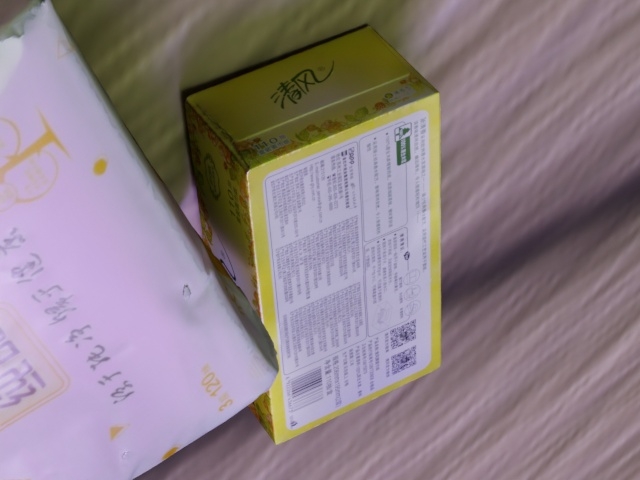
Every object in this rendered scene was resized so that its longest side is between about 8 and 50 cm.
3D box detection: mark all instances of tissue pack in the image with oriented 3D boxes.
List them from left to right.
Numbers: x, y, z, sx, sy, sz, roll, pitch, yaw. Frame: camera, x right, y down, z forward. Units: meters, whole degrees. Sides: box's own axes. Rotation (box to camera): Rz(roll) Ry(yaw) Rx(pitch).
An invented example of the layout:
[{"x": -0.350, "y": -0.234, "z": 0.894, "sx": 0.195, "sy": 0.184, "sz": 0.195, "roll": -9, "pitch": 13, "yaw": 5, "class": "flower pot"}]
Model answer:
[{"x": -0.143, "y": 0.010, "z": 0.629, "sx": 0.185, "sy": 0.124, "sz": 0.225, "roll": -32, "pitch": 138, "yaw": -4, "class": "tissue pack"}, {"x": 0.000, "y": 0.000, "z": 0.767, "sx": 0.095, "sy": 0.062, "sz": 0.176, "roll": -24, "pitch": 136, "yaw": -18, "class": "tissue pack"}]
